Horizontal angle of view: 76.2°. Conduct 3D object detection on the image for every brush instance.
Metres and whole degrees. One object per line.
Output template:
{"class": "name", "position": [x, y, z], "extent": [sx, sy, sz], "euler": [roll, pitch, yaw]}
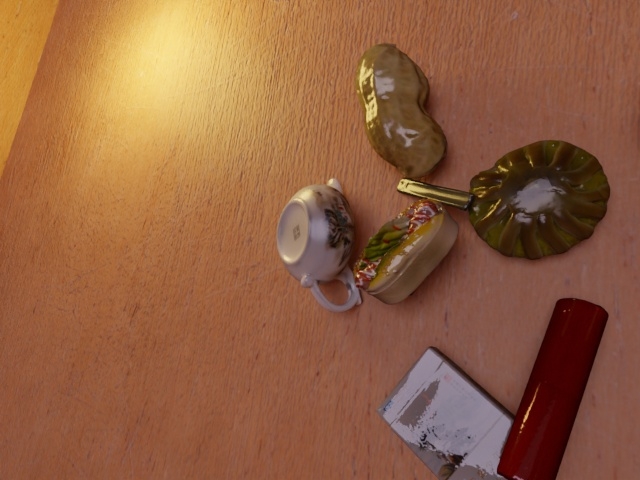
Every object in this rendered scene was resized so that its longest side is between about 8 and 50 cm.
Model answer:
{"class": "brush", "position": [0.215, -0.088, 0.771], "extent": [0.190, 0.027, 0.034], "euler": [29, 94, 57]}

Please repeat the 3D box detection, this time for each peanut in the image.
{"class": "peanut", "position": [0.156, -0.259, 0.820], "extent": [0.147, 0.147, 0.305], "euler": [-18, 69, 23]}

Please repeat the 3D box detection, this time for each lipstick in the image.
{"class": "lipstick", "position": [0.332, 0.212, 0.579], "extent": [0.073, 0.073, 0.279], "euler": [20, 68, 32]}

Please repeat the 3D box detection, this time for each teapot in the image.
{"class": "teapot", "position": [0.000, 0.000, 0.831], "extent": [0.204, 0.139, 0.298], "euler": [-26, 65, 50]}

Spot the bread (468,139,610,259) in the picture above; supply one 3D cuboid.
{"class": "bread", "position": [0.353, -0.069, 0.675], "extent": [0.213, 0.105, 0.213], "euler": [-6, 75, 25]}

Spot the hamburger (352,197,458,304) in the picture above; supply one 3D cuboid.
{"class": "hamburger", "position": [0.148, 0.017, 0.724], "extent": [0.116, 0.173, 0.210], "euler": [41, 98, 6]}

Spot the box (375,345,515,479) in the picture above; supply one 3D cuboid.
{"class": "box", "position": [0.224, 0.305, 0.656], "extent": [0.233, 0.067, 0.149], "euler": [41, 94, 30]}
